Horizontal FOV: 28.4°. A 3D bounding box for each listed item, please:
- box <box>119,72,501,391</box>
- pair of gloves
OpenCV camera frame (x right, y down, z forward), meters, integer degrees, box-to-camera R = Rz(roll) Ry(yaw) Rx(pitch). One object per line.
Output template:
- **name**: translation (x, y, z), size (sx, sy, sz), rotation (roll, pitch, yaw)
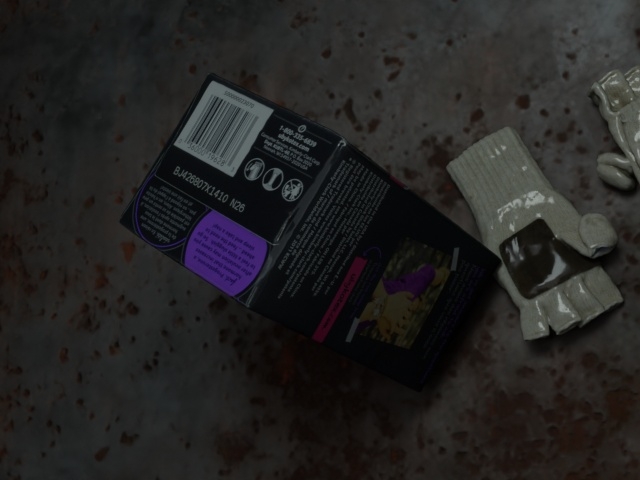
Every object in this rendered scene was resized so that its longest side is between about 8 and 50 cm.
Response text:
- **box**: translation (0.000, 0.000, 1.034), size (0.165, 0.270, 0.143), rotation (31, 89, 38)
- **pair of gloves**: translation (0.245, -0.041, 1.085), size (0.240, 0.042, 0.204), rotation (-26, 68, 13)
